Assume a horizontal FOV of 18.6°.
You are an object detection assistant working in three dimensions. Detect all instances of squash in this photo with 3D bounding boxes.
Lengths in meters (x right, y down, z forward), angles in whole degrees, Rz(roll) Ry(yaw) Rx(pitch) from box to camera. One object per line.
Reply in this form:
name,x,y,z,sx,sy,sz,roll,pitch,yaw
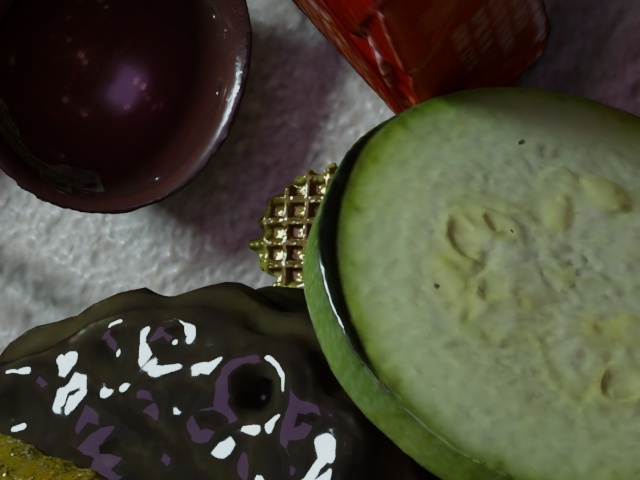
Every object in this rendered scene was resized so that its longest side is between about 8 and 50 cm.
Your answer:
squash,0.114,0.030,0.989,0.252,0.049,0.252,8,54,-12

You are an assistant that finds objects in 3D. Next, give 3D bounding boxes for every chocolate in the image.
chocolate,0.015,-0.186,1.059,0.108,0.235,0.237,-38,69,-1

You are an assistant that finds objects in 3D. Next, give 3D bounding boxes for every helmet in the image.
helmet,-0.125,-0.108,1.158,0.155,0.106,0.175,28,95,-13

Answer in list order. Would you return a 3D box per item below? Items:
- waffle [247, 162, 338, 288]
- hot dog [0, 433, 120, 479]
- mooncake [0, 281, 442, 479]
waffle,-0.001,0.002,1.143,0.078,0.016,0.085,-34,70,17
hot dog,-0.091,0.160,0.923,0.289,0.068,0.083,18,84,28
mooncake,-0.056,0.176,1.042,0.324,0.187,0.324,-4,80,23
